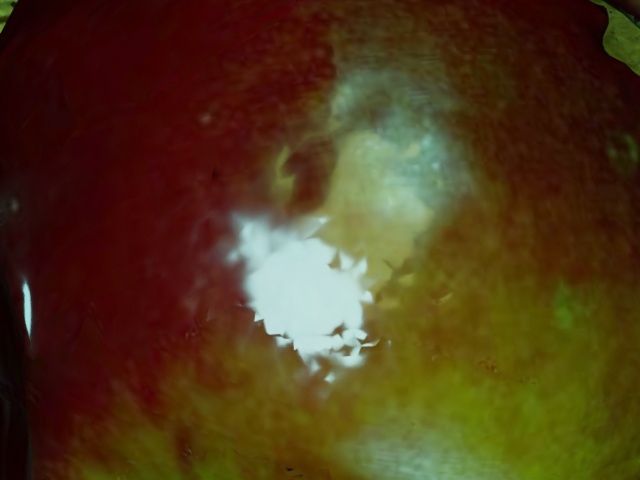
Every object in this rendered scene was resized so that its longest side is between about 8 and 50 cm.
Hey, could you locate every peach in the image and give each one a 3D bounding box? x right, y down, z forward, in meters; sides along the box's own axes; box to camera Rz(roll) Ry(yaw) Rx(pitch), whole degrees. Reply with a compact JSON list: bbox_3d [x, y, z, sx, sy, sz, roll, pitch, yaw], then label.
[{"bbox_3d":[-0.012,0.013,0.744,0.310,0.335,0.406,-4,61,-22],"label":"peach"}]
